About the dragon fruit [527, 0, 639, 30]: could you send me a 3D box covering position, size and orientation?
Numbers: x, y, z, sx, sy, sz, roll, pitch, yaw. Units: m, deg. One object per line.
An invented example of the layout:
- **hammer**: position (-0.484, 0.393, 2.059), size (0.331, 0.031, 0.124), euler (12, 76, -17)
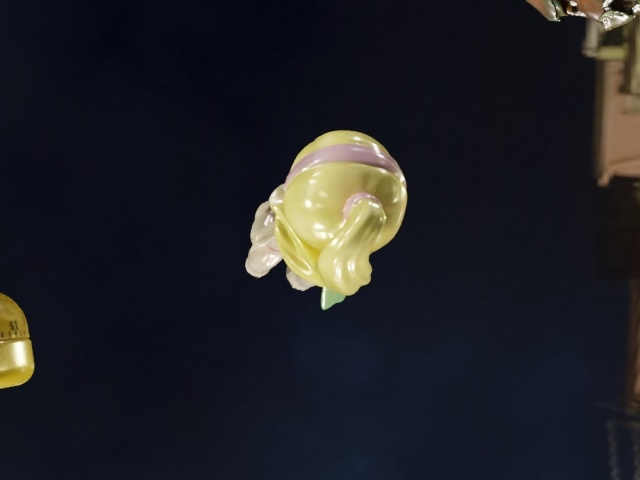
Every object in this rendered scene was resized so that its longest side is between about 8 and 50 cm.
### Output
- **dragon fruit**: position (0.231, -0.271, 1.179), size (0.182, 0.182, 0.188), euler (7, -99, -33)

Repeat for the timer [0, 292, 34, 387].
- **timer**: position (-0.197, 0.069, 0.702), size (0.107, 0.107, 0.109), euler (-8, -94, -31)

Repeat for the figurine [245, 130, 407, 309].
- **figurine**: position (0.000, 0.000, 0.753), size (0.083, 0.187, 0.083), euler (5, -108, -17)
